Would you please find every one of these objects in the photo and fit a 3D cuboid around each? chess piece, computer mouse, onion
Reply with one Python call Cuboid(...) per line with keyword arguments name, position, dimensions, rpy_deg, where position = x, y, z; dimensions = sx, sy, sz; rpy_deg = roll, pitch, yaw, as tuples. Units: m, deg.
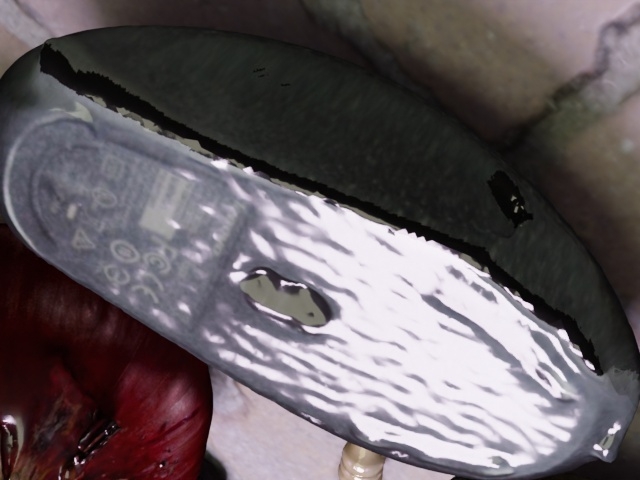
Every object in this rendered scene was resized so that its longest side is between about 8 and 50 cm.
Cuboid(name="chess piece", position=(0.026, 0.149, 0.968), dimensions=(0.035, 0.035, 0.092), rpy_deg=(23, 132, 16))
Cuboid(name="computer mouse", position=(0.002, -0.003, 0.797), dimensions=(0.374, 0.114, 0.203), rpy_deg=(29, 134, -2))
Cuboid(name="onion", position=(-0.208, 0.099, 0.976), dimensions=(0.273, 0.285, 0.273), rpy_deg=(-8, 126, -11))

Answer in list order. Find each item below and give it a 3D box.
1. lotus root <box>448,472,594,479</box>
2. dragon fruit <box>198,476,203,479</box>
Cuboid(name="lotus root", position=(0.194, 0.236, 0.837), dimensions=(0.322, 0.158, 0.140), rpy_deg=(22, 160, 10))
Cuboid(name="dragon fruit", position=(-0.244, 0.198, 1.148), dimensions=(0.343, 0.100, 0.282), rpy_deg=(29, 141, 11))
